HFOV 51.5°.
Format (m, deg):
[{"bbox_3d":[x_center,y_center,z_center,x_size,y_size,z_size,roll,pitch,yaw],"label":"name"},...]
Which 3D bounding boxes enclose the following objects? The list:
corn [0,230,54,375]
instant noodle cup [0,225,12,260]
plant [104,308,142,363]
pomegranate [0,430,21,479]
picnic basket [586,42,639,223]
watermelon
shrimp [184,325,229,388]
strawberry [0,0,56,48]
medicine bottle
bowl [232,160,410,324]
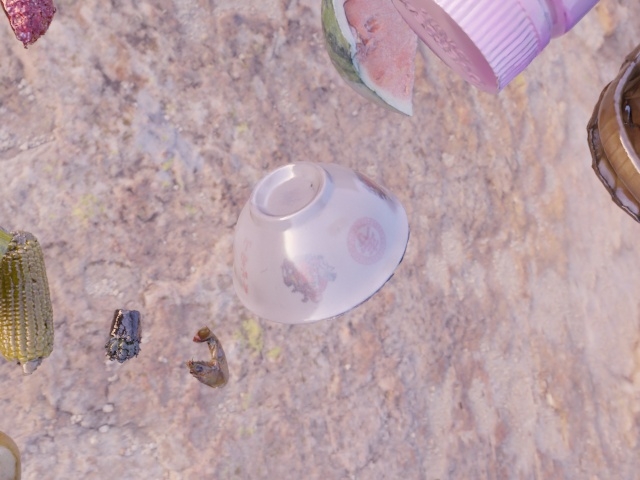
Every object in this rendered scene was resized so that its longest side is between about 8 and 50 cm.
[{"bbox_3d":[-0.655,0.136,1.468,0.119,0.119,0.322,6,67,-45],"label":"corn"},{"bbox_3d":[-0.755,0.025,1.308,0.200,0.264,0.264,34,51,-29],"label":"instant noodle cup"},{"bbox_3d":[-0.518,0.253,1.757,0.092,0.094,0.143,6,77,-7],"label":"plant"},{"bbox_3d":[-0.766,0.520,1.433,0.233,0.233,0.233,21,59,-39],"label":"pomegranate"},{"bbox_3d":[0.450,-0.107,0.762,0.293,0.337,0.337,50,41,9],"label":"picnic basket"},{"bbox_3d":[0.085,-0.353,1.162,0.256,0.176,0.260,32,65,-65],"label":"watermelon"},{"bbox_3d":[-0.164,0.170,0.982,0.162,0.045,0.095,59,30,-71],"label":"shrimp"},{"bbox_3d":[-0.696,-0.567,1.577,0.228,0.098,0.174,-112,-176,-45],"label":"strawberry"},{"bbox_3d":[0.221,-0.306,0.656,0.178,0.290,0.178,45,6,-6],"label":"medicine bottle"},{"bbox_3d":[-0.030,-0.036,1.163,0.157,0.345,0.345,61,36,-42],"label":"bowl"}]
